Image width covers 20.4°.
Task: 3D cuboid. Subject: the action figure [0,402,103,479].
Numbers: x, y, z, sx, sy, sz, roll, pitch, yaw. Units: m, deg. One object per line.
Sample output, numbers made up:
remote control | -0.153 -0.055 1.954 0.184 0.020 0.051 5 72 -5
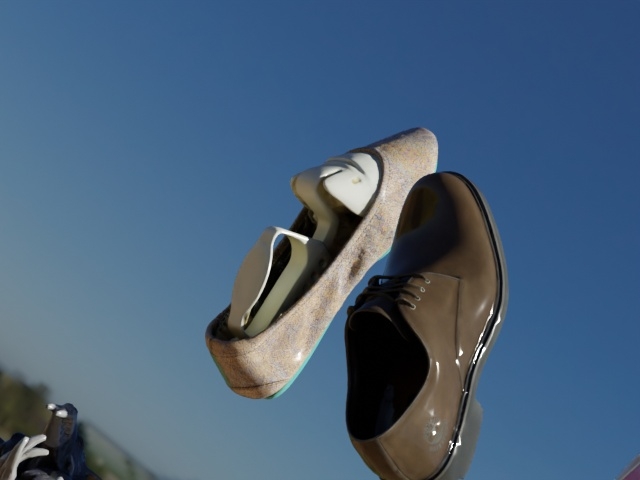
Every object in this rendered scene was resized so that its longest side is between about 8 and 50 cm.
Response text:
action figure | -0.218 0.133 1.063 0.275 0.141 0.164 1 33 -48

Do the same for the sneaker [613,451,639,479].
sneaker | 0.166 0.175 0.673 0.102 0.161 0.282 27 16 -31

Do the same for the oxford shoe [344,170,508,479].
oxford shoe | 0.063 0.044 1.127 0.083 0.227 0.096 -13 -36 31

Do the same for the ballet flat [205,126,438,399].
ballet flat | 0.000 0.000 1.644 0.107 0.316 0.106 12 -26 49
